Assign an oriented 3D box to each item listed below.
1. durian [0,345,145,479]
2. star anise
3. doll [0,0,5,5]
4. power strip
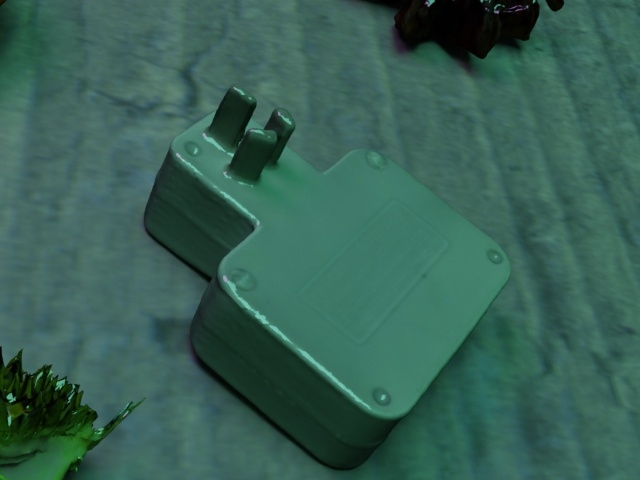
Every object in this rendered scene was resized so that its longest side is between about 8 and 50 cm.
[{"bbox_3d":[-0.229,0.196,0.567,0.169,0.158,0.352,46,35,-32],"label":"durian"},{"bbox_3d":[0.142,-0.292,1.150,0.190,0.126,0.220,41,49,18],"label":"star anise"},{"bbox_3d":[-0.348,-0.259,0.864,0.213,0.214,0.236,-26,22,-39],"label":"doll"},{"bbox_3d":[0.000,0.000,0.810,0.261,0.141,0.229,39,45,8],"label":"power strip"}]
